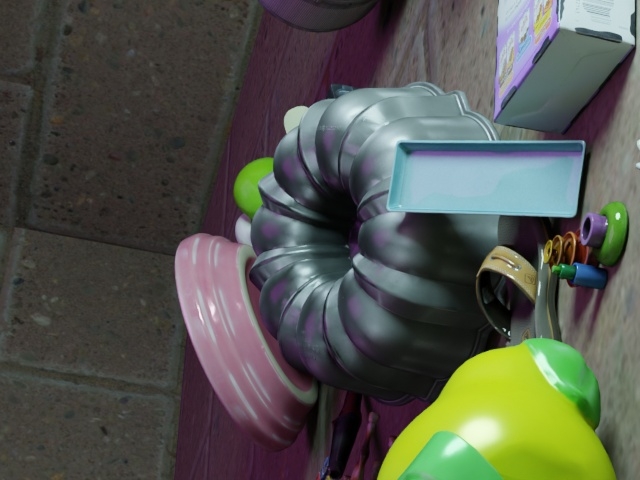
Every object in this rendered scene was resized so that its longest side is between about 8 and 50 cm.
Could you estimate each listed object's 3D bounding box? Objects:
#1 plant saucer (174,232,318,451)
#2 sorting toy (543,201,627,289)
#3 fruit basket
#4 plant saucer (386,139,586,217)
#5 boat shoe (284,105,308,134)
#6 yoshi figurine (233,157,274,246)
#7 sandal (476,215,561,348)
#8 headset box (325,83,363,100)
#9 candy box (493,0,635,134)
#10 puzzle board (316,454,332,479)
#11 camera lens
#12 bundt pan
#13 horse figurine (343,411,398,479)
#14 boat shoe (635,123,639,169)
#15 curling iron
[{"bbox_3d":[-0.093,0.134,2.266,0.332,0.084,0.332,60,-167,-23],"label":"plant saucer"},{"bbox_3d":[0.203,0.007,1.252,0.102,0.042,0.061,120,159,-61],"label":"sorting toy"},{"bbox_3d":[0.115,0.251,1.086,0.392,0.283,0.392,-40,-12,-10],"label":"fruit basket"},{"bbox_3d":[0.144,-0.053,1.387,0.192,0.018,0.067,3,80,38],"label":"plant saucer"},{"bbox_3d":[-0.018,-0.094,1.861,0.042,0.049,0.133,70,-167,-52],"label":"boat shoe"},{"bbox_3d":[-0.097,0.007,2.587,0.203,0.204,0.362,-48,27,41],"label":"yoshi figurine"},{"bbox_3d":[0.164,0.050,1.372,0.090,0.060,0.219,114,163,-53],"label":"sandal"},{"bbox_3d":[0.051,-0.023,1.884,0.283,0.131,0.246,-98,22,-63],"label":"headset box"},{"bbox_3d":[0.209,-0.217,1.375,0.165,0.070,0.196,120,157,-63],"label":"candy box"},{"bbox_3d":[-0.001,0.350,2.129,0.128,0.011,0.096,113,165,-52],"label":"puzzle board"},{"bbox_3d":[0.014,-0.427,2.265,0.274,0.219,0.219,150,130,-77],"label":"camera lens"},{"bbox_3d":[0.040,-0.003,1.571,0.331,0.124,0.330,-13,74,52],"label":"bundt pan"},{"bbox_3d":[0.047,0.302,1.755,0.263,0.066,0.174,110,174,-57],"label":"horse figurine"},{"bbox_3d":[0.237,-0.053,0.969,0.109,0.094,0.302,121,158,-63],"label":"boat shoe"},{"bbox_3d":[0.023,0.210,1.921,0.035,0.068,0.274,-37,18,21],"label":"curling iron"}]
